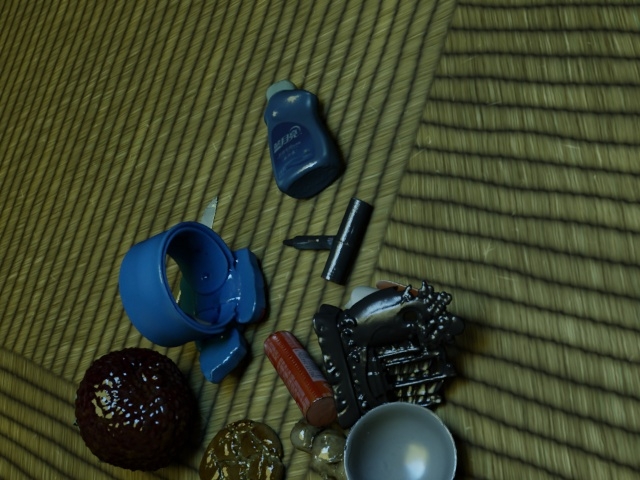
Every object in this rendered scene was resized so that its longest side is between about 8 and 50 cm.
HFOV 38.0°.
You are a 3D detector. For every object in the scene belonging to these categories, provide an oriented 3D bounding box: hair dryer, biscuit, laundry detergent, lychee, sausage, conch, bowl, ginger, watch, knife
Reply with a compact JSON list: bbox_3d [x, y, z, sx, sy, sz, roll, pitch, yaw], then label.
[{"bbox_3d":[0.002,-0.014,1.881,0.195,0.050,0.173,18,83,46],"label":"hair dryer"},{"bbox_3d":[-0.161,0.462,1.836,0.226,0.042,0.225,-16,63,34],"label":"biscuit"},{"bbox_3d":[-0.055,-0.234,1.975,0.143,0.094,0.289,-38,53,28],"label":"laundry detergent"},{"bbox_3d":[-0.386,0.352,1.932,0.261,0.261,0.260,-16,64,36],"label":"lychee"},{"bbox_3d":[-0.045,0.247,1.776,0.074,0.074,0.274,-55,36,10],"label":"sausage"},{"bbox_3d":[0.125,0.115,1.691,0.176,0.104,0.094,-19,84,31],"label":"conch"},{"bbox_3d":[0.137,0.372,1.568,0.189,0.086,0.189,-4,68,9],"label":"bowl"},{"bbox_3d":[0.027,0.383,1.681,0.204,0.080,0.104,13,69,41],"label":"ginger"},{"bbox_3d":[-0.275,0.131,1.901,0.241,0.274,0.305,-23,55,32],"label":"watch"},{"bbox_3d":[-0.286,0.038,2.121,0.047,0.017,0.297,9,76,40],"label":"knife"}]

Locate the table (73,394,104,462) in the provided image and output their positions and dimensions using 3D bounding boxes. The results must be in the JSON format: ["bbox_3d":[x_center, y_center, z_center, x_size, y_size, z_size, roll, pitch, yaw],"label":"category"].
[{"bbox_3d":[-0.506,0.397,2.142,0.146,0.062,0.175,38,96,42],"label":"table"}]

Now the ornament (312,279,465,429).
[{"bbox_3d":[0.133,0.195,1.605,0.261,0.106,0.251,-10,100,19],"label":"ornament"}]
